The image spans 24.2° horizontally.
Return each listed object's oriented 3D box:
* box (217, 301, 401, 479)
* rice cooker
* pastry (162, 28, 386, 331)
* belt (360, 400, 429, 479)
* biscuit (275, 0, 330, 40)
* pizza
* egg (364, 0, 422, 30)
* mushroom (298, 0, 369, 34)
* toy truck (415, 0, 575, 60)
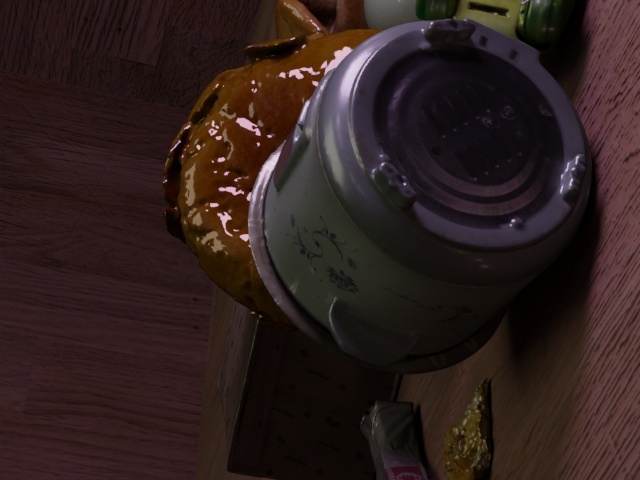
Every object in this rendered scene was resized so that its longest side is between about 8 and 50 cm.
[{"bbox_3d":[-0.020,0.157,1.898,0.297,0.190,0.225,-112,34,-75],"label":"box"},{"bbox_3d":[0.083,-0.035,1.322,0.316,0.264,0.317,-159,90,-82],"label":"rice cooker"},{"bbox_3d":[0.006,-0.070,1.594,0.164,0.356,0.356,56,-141,-64],"label":"pastry"},{"bbox_3d":[0.083,0.236,1.612,0.232,0.053,0.071,-104,19,-68],"label":"belt"},{"bbox_3d":[-0.007,-0.262,2.333,0.203,0.041,0.260,17,135,65],"label":"biscuit"},{"bbox_3d":[0.140,0.183,1.427,0.123,0.026,0.109,155,128,-79],"label":"pizza"},{"bbox_3d":[0.126,-0.273,1.658,0.192,0.149,0.149,129,151,-67],"label":"egg"},{"bbox_3d":[0.025,-0.398,2.354,0.278,0.146,0.278,174,90,-74],"label":"mushroom"},{"bbox_3d":[0.168,-0.229,1.415,0.211,0.148,0.187,90,-165,-54],"label":"toy truck"}]
